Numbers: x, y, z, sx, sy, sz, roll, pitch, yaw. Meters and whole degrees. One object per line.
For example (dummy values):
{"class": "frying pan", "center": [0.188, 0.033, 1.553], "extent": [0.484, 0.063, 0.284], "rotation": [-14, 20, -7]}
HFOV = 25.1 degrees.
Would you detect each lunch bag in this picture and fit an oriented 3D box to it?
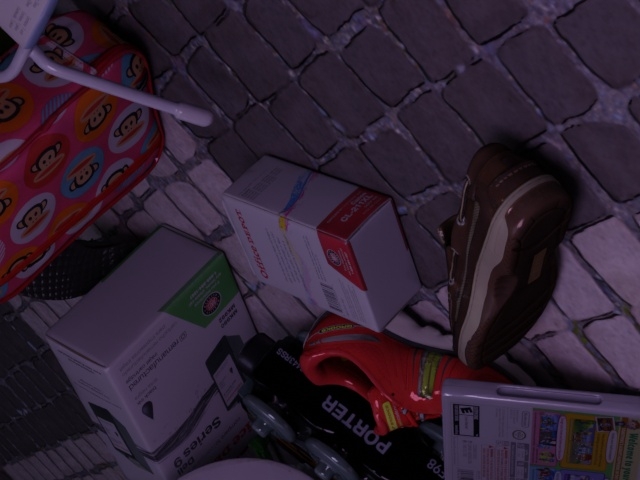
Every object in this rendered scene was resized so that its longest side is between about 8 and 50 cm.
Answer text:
{"class": "lunch bag", "center": [-0.301, -0.074, 1.516], "extent": [0.120, 0.293, 0.258], "rotation": [36, 157, 21]}

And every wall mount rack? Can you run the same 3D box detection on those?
{"class": "wall mount rack", "center": [-0.194, -0.245, 1.260], "extent": [0.304, 0.130, 0.350], "rotation": [47, 139, 5]}

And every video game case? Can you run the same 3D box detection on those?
{"class": "video game case", "center": [0.214, 0.204, 1.369], "extent": [0.193, 0.023, 0.212], "rotation": [5, 142, 10]}

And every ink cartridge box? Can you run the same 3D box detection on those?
{"class": "ink cartridge box", "center": [0.000, 0.000, 1.431], "extent": [0.175, 0.072, 0.127], "rotation": [22, 146, 39]}
{"class": "ink cartridge box", "center": [-0.181, 0.161, 1.776], "extent": [0.121, 0.211, 0.289], "rotation": [22, 147, 37]}

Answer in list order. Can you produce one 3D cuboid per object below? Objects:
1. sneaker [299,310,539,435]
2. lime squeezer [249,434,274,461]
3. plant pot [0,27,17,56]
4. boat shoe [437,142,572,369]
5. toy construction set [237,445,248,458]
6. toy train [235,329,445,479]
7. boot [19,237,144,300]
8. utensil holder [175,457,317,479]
{"class": "sneaker", "center": [0.104, 0.156, 1.441], "extent": [0.279, 0.118, 0.107], "rotation": [22, 146, 26]}
{"class": "lime squeezer", "center": [-0.135, 0.291, 1.967], "extent": [0.310, 0.110, 0.059], "rotation": [12, -158, -48]}
{"class": "plant pot", "center": [-0.415, -0.124, 1.689], "extent": [0.275, 0.275, 0.293], "rotation": [31, 166, 27]}
{"class": "boat shoe", "center": [0.147, 0.010, 1.231], "extent": [0.095, 0.095, 0.257], "rotation": [49, 151, 25]}
{"class": "toy construction set", "center": [-0.206, 0.399, 2.121], "extent": [0.309, 0.237, 0.257], "rotation": [50, 154, -11]}
{"class": "toy train", "center": [0.045, 0.231, 1.646], "extent": [0.334, 0.142, 0.190], "rotation": [35, 164, 16]}
{"class": "boot", "center": [-0.333, 0.038, 1.823], "extent": [0.161, 0.246, 0.083], "rotation": [-6, 82, 54]}
{"class": "utensil holder", "center": [-0.040, 0.462, 1.750], "extent": [0.327, 0.327, 0.385], "rotation": [31, 170, 27]}
